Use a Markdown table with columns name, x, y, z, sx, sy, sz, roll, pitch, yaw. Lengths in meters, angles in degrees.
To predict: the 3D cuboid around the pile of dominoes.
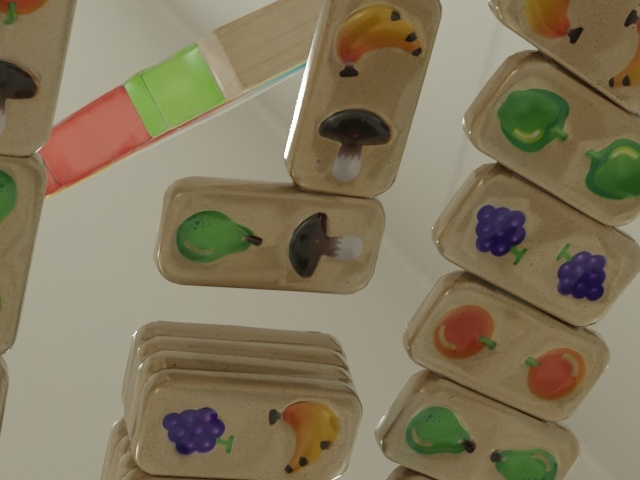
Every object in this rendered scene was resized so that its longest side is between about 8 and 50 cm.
| name | x | y | z | sx | sy | sz | roll | pitch | yaw |
| --- | --- | --- | --- | --- | --- | --- | --- | --- | --- |
| pile of dominoes | 0.000 | 0.000 | 0.498 | 0.196 | 0.251 | 0.040 | 5 | -152 | -18 |

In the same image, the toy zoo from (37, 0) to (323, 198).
| name | x | y | z | sx | sy | sz | roll | pitch | yaw |
| --- | --- | --- | --- | --- | --- | --- | --- | --- | --- |
| toy zoo | -0.066 | -0.070 | 0.973 | 0.192 | 0.293 | 0.030 | -31 | -85 | -42 |
